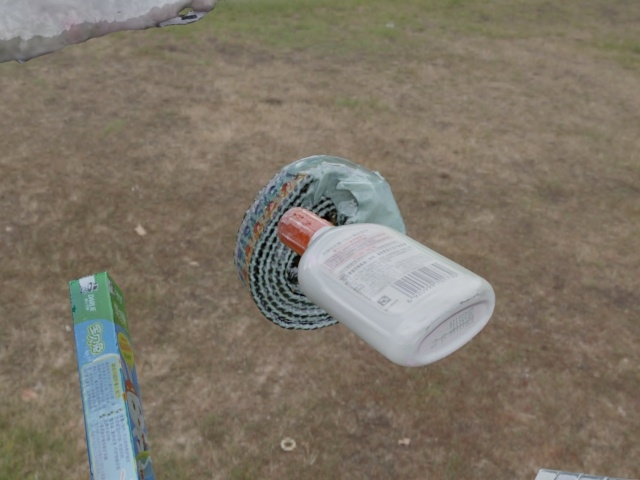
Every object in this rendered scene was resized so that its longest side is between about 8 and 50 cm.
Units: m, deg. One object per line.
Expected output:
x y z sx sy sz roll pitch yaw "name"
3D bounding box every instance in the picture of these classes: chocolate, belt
-0.218 -0.186 0.531 0.303 0.101 0.185 -19 26 -22 "chocolate"
0.000 0.000 1.061 0.257 0.207 0.150 -50 26 1 "belt"

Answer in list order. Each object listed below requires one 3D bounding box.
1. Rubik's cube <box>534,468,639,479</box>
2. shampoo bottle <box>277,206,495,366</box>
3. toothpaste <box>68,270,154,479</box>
0.397 0.484 0.990 0.256 0.259 0.253 35 73 -5 "Rubik's cube"
0.038 0.026 0.635 0.108 0.051 0.221 -29 36 -24 "shampoo bottle"
-0.228 0.164 0.808 0.050 0.065 0.267 -18 59 -1 "toothpaste"
